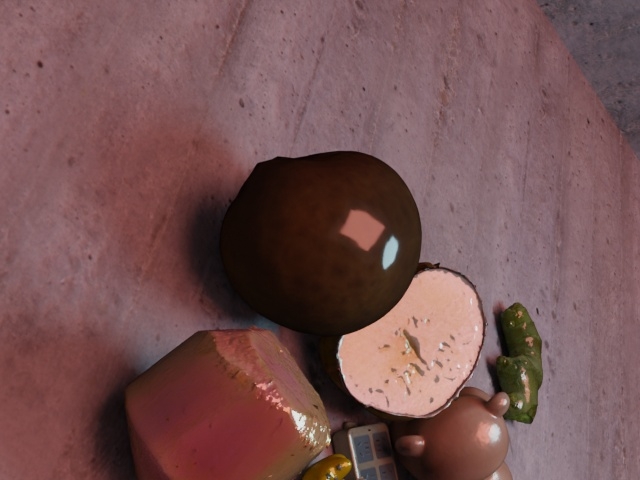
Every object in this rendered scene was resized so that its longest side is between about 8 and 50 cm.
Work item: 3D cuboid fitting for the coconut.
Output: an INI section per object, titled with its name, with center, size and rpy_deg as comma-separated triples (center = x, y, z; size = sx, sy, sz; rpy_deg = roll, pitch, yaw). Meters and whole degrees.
[coconut]
center = -0.132, 0.239, 1.291
size = 0.233, 0.245, 0.233
rpy_deg = 49, 9, -11

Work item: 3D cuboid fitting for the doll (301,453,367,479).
[doll]
center = 0.011, 0.400, 1.567
size = 0.113, 0.071, 0.135
rpy_deg = 49, 59, -26

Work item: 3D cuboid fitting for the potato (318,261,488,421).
[potato]
center = 0.123, 0.181, 1.736
size = 0.299, 0.196, 0.246
rpy_deg = -29, 94, -26

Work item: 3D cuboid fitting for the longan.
[longan]
center = 0.000, 0.000, 1.536
size = 0.319, 0.319, 0.319
rpy_deg = 29, 52, -45

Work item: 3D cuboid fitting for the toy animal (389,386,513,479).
[toy animal]
center = 0.236, 0.382, 1.764
size = 0.210, 0.229, 0.221
rpy_deg = -22, 90, -13

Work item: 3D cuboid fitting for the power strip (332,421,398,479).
[power strip]
center = 0.088, 0.433, 1.672
size = 0.118, 0.046, 0.270
rpy_deg = 5, 71, -54

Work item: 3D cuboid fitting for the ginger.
[ginger]
center = 0.438, 0.270, 2.214
size = 0.137, 0.089, 0.290
rpy_deg = 34, 49, -17
